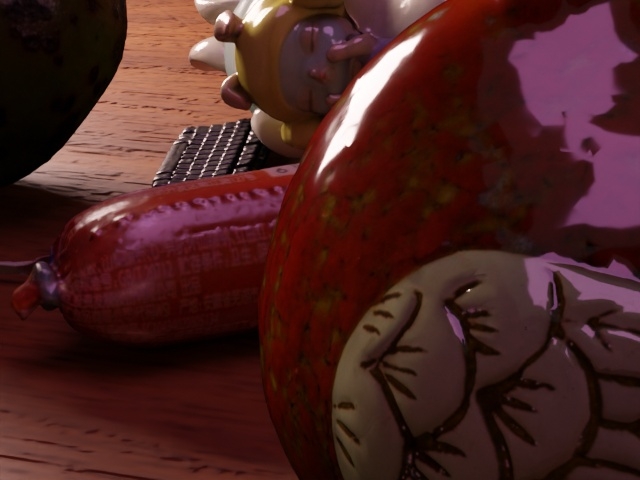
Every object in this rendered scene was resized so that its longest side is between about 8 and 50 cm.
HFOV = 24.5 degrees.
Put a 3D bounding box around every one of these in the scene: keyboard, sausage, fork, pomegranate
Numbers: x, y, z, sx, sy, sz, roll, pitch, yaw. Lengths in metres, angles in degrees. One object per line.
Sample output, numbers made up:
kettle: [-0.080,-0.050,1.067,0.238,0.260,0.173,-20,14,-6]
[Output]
keyboard: [-0.063,-0.031,0.802,0.060,0.018,0.195,-2,22,6]
sausage: [0.000,0.000,0.651,0.274,0.074,0.074,-8,23,-18]
fork: [-0.156,0.013,0.703,0.115,0.016,0.012,5,31,18]
pomegranate: [-0.215,-0.112,0.817,0.202,0.202,0.248,-10,-4,-21]

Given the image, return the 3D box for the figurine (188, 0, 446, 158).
figurine: [0.001,-0.102,0.821,0.235,0.127,0.155,11,27,25]

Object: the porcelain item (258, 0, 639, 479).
porcelain item: [0.101,-0.001,0.445,0.253,0.253,0.253,-1,22,0]
